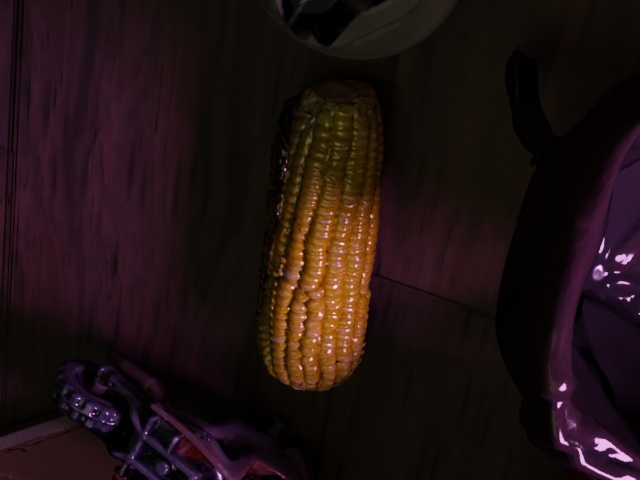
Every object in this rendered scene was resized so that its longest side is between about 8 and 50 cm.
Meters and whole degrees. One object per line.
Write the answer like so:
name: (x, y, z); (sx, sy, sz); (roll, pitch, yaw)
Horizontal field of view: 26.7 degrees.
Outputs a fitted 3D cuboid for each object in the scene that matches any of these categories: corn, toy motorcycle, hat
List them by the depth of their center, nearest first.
hat: (0.212, -0.019, 0.679); (0.336, 0.209, 0.238); (-39, 114, -5)
corn: (0.000, 0.000, 0.816); (0.072, 0.072, 0.203); (15, 119, 16)
toy motorcycle: (-0.084, 0.145, 0.912); (0.212, 0.118, 0.084); (36, 109, 18)

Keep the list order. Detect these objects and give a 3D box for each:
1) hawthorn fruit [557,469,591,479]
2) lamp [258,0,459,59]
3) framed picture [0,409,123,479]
hawthorn fruit: (0.223, 0.223, 0.753); (0.235, 0.231, 0.263); (-20, 147, 13)
lamp: (-0.007, -0.211, 0.686); (0.179, 0.108, 0.246); (-22, 107, 35)
framed picture: (-0.226, 0.262, 1.076); (0.335, 0.022, 0.247); (-21, 106, 30)
